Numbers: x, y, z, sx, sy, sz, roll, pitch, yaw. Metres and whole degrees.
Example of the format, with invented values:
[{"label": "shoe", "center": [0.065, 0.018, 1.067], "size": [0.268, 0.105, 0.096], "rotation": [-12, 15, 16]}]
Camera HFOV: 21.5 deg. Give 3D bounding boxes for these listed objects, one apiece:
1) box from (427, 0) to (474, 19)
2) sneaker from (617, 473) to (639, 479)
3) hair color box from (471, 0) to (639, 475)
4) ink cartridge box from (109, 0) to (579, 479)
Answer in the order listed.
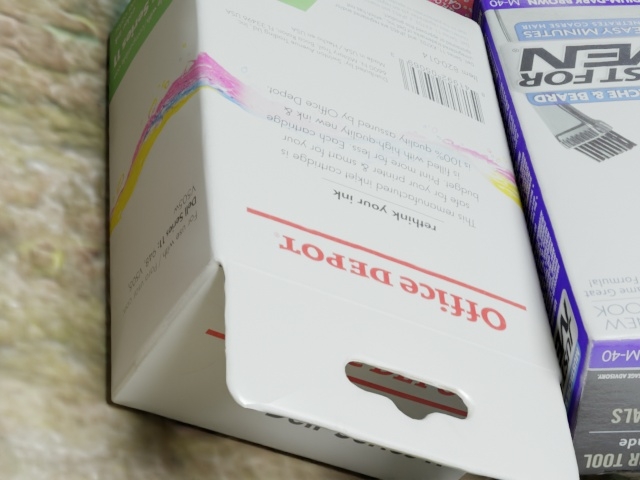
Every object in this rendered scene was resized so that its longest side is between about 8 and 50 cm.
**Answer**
[{"label": "box", "center": [0.213, -0.163, 1.185], "size": [0.300, 0.154, 0.142], "rotation": [34, 41, -30]}, {"label": "sneaker", "center": [0.189, 0.065, 1.046], "size": [0.115, 0.090, 0.232], "rotation": [43, 38, -19]}, {"label": "hair color box", "center": [0.199, -0.024, 0.966], "size": [0.185, 0.110, 0.339], "rotation": [-2, 41, -6]}, {"label": "ink cartridge box", "center": [0.000, 0.000, 0.895], "size": [0.207, 0.119, 0.353], "rotation": [20, 41, -25]}]
